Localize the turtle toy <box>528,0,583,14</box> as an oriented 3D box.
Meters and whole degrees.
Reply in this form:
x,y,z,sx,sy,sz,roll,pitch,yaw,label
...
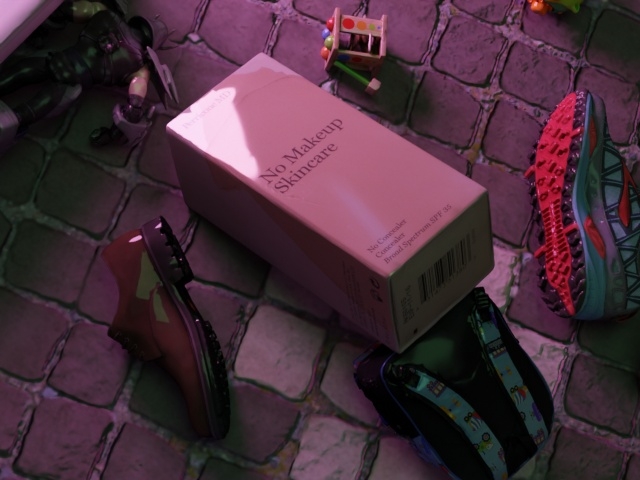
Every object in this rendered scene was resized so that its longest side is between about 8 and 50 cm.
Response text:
x,y,z,sx,sy,sz,roll,pitch,yaw,label
0.250,-0.305,1.932,0.095,0.066,0.130,-19,68,-43,turtle toy

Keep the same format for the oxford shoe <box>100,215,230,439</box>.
x,y,z,sx,sy,sz,roll,pitch,yaw,label
-0.153,0.098,1.680,0.096,0.083,0.227,-24,75,3,oxford shoe

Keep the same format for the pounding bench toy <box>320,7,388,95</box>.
x,y,z,sx,sy,sz,roll,pitch,yaw,label
0.034,-0.201,1.849,0.065,0.052,0.083,7,66,-9,pounding bench toy

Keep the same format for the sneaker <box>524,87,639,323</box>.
x,y,z,sx,sy,sz,roll,pitch,yaw,label
0.295,-0.033,1.828,0.125,0.104,0.262,12,69,-27,sneaker

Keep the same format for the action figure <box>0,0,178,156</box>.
x,y,z,sx,sy,sz,roll,pitch,yaw,label
-0.269,-0.166,1.749,0.285,0.099,0.185,-28,69,-25,action figure

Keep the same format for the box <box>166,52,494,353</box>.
x,y,z,sx,sy,sz,roll,pitch,yaw,label
0.007,-0.042,1.674,0.311,0.121,0.148,33,62,31,box

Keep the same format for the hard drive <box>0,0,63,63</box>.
x,y,z,sx,sy,sz,roll,pitch,yaw,label
-0.369,-0.290,1.711,0.233,0.047,0.353,35,64,9,hard drive

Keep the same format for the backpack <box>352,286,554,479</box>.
x,y,z,sx,sy,sz,roll,pitch,yaw,label
0.138,0.153,1.688,0.158,0.117,0.173,-40,99,-23,backpack
